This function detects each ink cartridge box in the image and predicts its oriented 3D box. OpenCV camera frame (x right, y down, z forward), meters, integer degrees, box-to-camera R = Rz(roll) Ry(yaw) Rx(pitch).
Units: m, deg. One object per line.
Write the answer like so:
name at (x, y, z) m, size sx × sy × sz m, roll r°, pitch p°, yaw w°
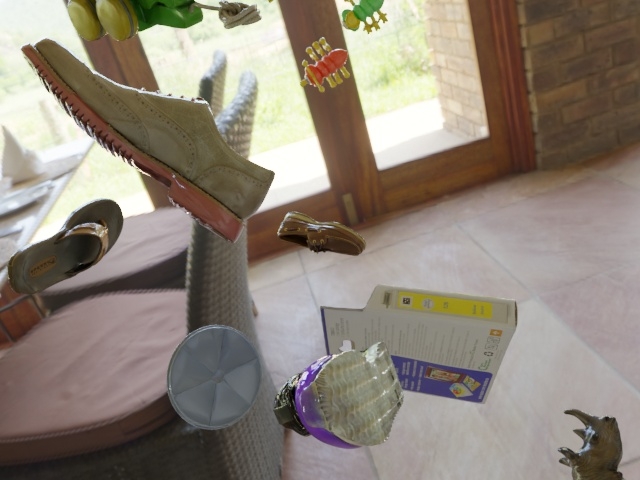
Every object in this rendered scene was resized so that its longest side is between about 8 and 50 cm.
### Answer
ink cartridge box at (0.165, 0.187, 1.053) m, size 0.307 × 0.304 × 0.072 m, roll 8°, pitch 55°, yaw 11°

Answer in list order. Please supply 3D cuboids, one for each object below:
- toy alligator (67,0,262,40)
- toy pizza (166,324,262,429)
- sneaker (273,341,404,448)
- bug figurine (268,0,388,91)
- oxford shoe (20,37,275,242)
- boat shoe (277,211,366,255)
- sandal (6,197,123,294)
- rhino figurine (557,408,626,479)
toy alligator at (-0.110, -0.159, 0.368) m, size 0.189 × 0.051 × 0.056 m, roll 15°, pitch 44°, yaw 39°
toy pizza at (-0.210, 0.270, 1.168) m, size 0.201 × 0.201 × 0.032 m, roll -34°, pitch 9°, yaw -33°
sneaker at (0.005, 0.193, 0.694) m, size 0.146 × 0.102 × 0.293 m, roll -20°, pitch -12°, yaw 14°
bug figurine at (-0.010, -0.417, 1.042) m, size 0.216 × 0.279 × 0.072 m, roll -37°, pitch 18°, yaw 11°
oxford shoe at (-0.214, -0.149, 0.767) m, size 0.130 × 0.348 × 0.123 m, roll -52°, pitch 18°, yaw -9°
boat shoe at (0.000, 0.000, 1.122) m, size 0.178 × 0.064 × 0.060 m, roll 17°, pitch 53°, yaw 23°
sandal at (-0.362, 0.007, 0.875) m, size 0.060 × 0.090 × 0.219 m, roll 0°, pitch 24°, yaw 25°
rhino figurine at (0.323, 0.277, 0.597) m, size 0.106 × 0.073 × 0.243 m, roll -33°, pitch 51°, yaw 7°
